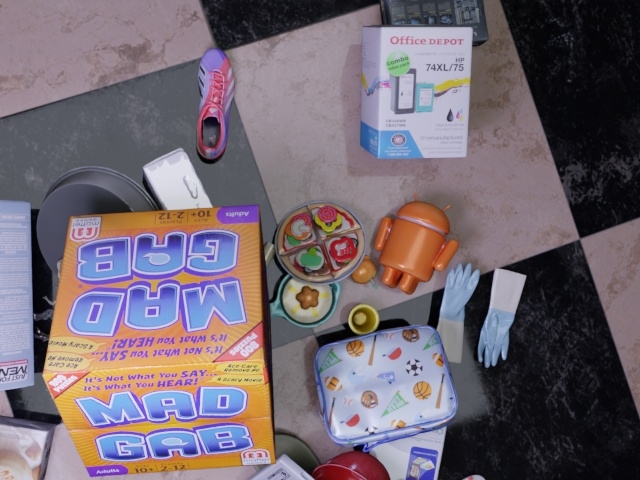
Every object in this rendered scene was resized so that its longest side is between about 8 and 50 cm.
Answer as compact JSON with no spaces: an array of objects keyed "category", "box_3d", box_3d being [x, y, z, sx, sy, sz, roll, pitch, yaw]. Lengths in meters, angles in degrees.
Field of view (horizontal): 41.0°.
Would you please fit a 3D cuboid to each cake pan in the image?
[{"category":"cake pan","box_3d":[-0.459,-0.007,1.767,0.293,0.054,0.293,6,112,14]}]

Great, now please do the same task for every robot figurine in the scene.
[{"category":"robot figurine","box_3d":[0.211,0.008,1.897,0.128,0.158,0.219,24,84,-29]}]

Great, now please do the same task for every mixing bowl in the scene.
[{"category":"mixing bowl","box_3d":[0.080,0.512,1.808,0.181,0.181,0.098,49,44,-4]}]

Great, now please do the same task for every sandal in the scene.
[{"category":"sandal","box_3d":[-0.030,0.541,1.867,0.120,0.086,0.302,-40,94,-7]}]

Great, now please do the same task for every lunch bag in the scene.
[{"category":"lunch bag","box_3d":[0.134,0.319,1.840,0.304,0.115,0.243,-13,73,1]}]

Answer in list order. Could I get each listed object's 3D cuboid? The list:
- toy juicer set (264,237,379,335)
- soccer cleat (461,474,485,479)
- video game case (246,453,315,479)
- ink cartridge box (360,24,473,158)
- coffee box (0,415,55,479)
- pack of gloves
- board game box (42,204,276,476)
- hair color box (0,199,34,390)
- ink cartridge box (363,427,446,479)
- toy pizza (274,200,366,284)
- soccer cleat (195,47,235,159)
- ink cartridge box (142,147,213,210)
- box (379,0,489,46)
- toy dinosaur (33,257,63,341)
[{"category":"toy juicer set","box_3d":[-0.025,0.087,1.881,0.329,0.089,0.209,8,87,-7]},{"category":"soccer cleat","box_3d":[0.305,0.611,1.929,0.068,0.076,0.196,33,64,23]},{"category":"video game case","box_3d":[-0.063,0.564,1.816,0.206,0.227,0.026,42,40,-5]},{"category":"ink cartridge box","box_3d":[0.199,-0.324,1.839,0.198,0.197,0.269,-2,105,-8]},{"category":"coffee box","box_3d":[-0.649,0.498,1.775,0.141,0.098,0.246,10,87,-7]},{"category":"pack of gloves","box_3d":[0.354,0.169,1.965,0.195,0.046,0.232,13,89,-19]},{"category":"board game box","box_3d":[-0.273,0.189,1.604,0.357,0.356,0.356,-4,48,-2]},{"category":"hair color box","box_3d":[-0.685,0.110,1.733,0.185,0.114,0.374,-3,88,33]},{"category":"ink cartridge box","box_3d":[0.171,0.545,1.907,0.166,0.065,0.332,12,85,-7]},{"category":"toy pizza","box_3d":[0.000,0.000,1.866,0.201,0.032,0.201,-1,66,2]},{"category":"soccer cleat","box_3d":[-0.230,-0.300,1.861,0.083,0.095,0.247,5,88,-8]},{"category":"ink cartridge box","box_3d":[-0.296,-0.089,1.780,0.093,0.219,0.160,-28,91,-12]},{"category":"box","box_3d":[0.255,-0.528,1.954,0.233,0.059,0.183,-9,90,-9]},{"category":"toy dinosaur","box_3d":[-0.549,0.169,1.794,0.118,0.064,0.268,-4,113,3]}]
